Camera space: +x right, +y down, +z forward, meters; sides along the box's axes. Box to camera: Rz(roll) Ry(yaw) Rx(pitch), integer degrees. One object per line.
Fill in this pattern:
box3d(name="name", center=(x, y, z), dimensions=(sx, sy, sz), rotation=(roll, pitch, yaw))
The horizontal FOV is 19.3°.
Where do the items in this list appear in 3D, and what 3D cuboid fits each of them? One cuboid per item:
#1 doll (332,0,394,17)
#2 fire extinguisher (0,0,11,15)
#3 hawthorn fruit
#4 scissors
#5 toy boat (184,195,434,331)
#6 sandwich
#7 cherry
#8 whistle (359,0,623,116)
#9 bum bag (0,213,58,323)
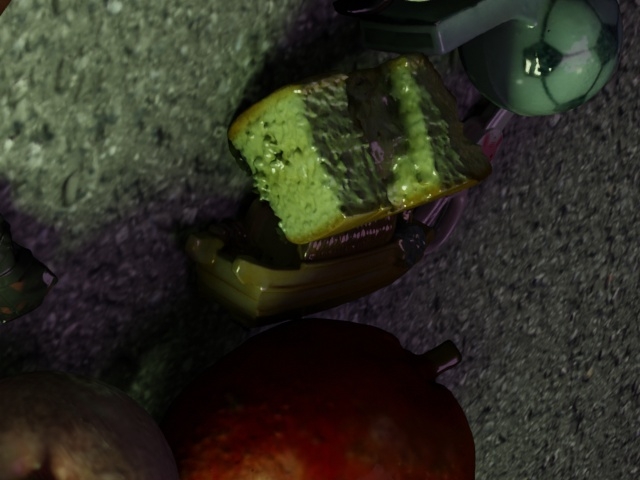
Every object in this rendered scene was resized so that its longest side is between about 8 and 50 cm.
box3d(name="doll", center=(0.107, -0.271, 1.530), dimensions=(0.257, 0.117, 0.182), rotation=(-28, 146, -44))
box3d(name="fire extinguisher", center=(-0.257, -0.131, 1.155), dimensions=(0.337, 0.106, 0.147), rotation=(-54, 176, -1))
box3d(name="hawthorn fruit", center=(0.004, 0.194, 1.596), dimensions=(0.307, 0.265, 0.265), rotation=(-37, 149, -4))
box3d(name="scissors", center=(0.152, -0.092, 1.863), dimensions=(0.242, 0.030, 0.118), rotation=(-54, 152, 2))
box3d(name="toy boat", center=(0.000, 0.000, 1.668), dimensions=(0.310, 0.089, 0.115), rotation=(-13, 127, -51))
box3d(name="sandwich", center=(0.058, -0.084, 1.569), dimensions=(0.236, 0.122, 0.128), rotation=(-18, 176, -33))
box3d(name="cherry", center=(-0.220, 0.214, 1.436), dimensions=(0.236, 0.213, 0.285), rotation=(-24, 163, -11))
box3d(name="whistle", center=(0.173, -0.175, 1.691), dimensions=(0.290, 0.163, 0.163), rotation=(-29, 141, -36))
box3d(name="bum bag", center=(-0.237, 0.021, 1.391), dimensions=(0.058, 0.034, 0.124), rotation=(-39, 149, -3))
